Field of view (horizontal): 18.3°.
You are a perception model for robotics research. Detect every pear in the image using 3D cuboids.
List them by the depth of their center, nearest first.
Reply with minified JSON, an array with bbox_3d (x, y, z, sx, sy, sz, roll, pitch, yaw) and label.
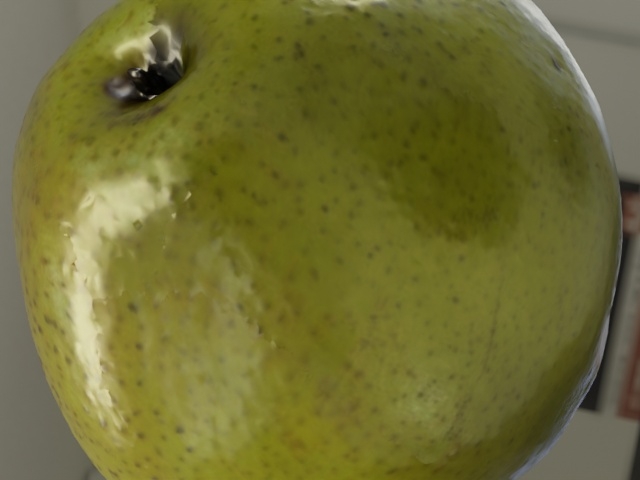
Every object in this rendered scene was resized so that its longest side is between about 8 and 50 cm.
[{"bbox_3d":[0.000,0.000,0.894,0.294,0.294,0.294,11,-90,-82],"label":"pear"}]
